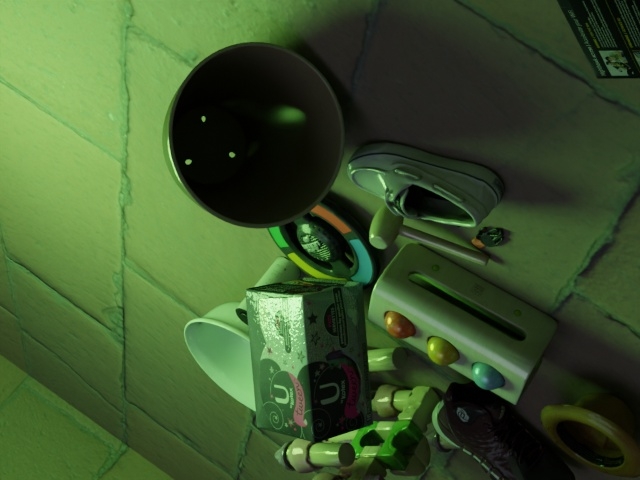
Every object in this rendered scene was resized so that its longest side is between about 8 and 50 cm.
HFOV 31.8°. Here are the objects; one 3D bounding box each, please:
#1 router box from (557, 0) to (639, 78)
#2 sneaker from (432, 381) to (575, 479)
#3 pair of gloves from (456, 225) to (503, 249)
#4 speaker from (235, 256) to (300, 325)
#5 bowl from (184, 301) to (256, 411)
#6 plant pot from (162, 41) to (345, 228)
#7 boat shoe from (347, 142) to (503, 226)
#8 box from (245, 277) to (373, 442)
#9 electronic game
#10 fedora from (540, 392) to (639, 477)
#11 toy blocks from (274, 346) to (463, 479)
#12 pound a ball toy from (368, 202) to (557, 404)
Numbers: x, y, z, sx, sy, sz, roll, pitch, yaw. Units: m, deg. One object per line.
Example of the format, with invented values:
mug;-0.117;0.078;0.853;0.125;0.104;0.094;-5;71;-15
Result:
router box;0.322;-0.236;1.151;0.133;0.046;0.179;6;152;37
sneaker;0.323;0.340;1.952;0.281;0.106;0.162;29;147;18
pair of gloves;0.227;-0.020;1.648;0.083;0.010;0.074;42;151;-7
speaker;-0.095;0.094;2.040;0.055;0.136;0.055;27;149;18
bowl;-0.114;0.216;2.235;0.298;0.134;0.298;28;148;19
plant pot;-0.131;-0.148;1.673;0.256;0.256;0.274;47;166;-15
boat shoe;0.131;-0.075;1.601;0.258;0.084;0.095;10;140;41
box;-0.020;0.197;1.902;0.163;0.142;0.247;3;100;50
electronic game;0.000;0.000;1.892;0.229;0.048;0.229;29;150;19
fedora;0.441;0.295;1.777;0.194;0.079;0.194;30;156;15
toy blocks;0.080;0.395;2.116;0.260;0.289;0.309;-13;125;47
pound a ball toy;0.195;0.105;1.731;0.319;0.136;0.208;29;150;15
